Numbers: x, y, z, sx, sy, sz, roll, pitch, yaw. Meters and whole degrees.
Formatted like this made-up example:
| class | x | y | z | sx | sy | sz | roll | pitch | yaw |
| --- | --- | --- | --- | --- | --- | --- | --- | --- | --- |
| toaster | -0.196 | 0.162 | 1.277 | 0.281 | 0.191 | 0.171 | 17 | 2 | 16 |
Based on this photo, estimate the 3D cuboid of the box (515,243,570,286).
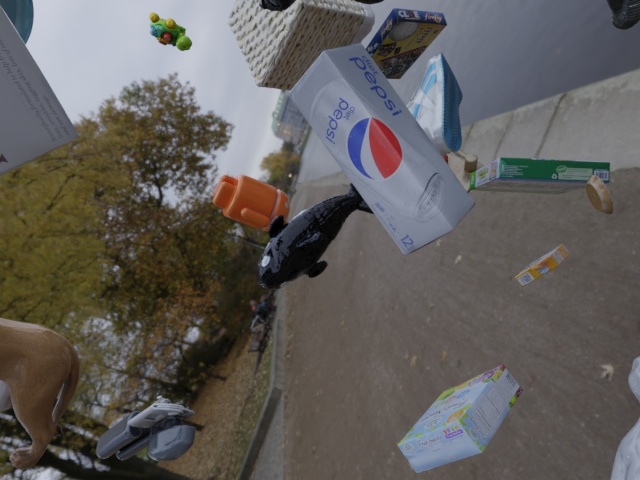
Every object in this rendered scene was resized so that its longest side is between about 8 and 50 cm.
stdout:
| class | x | y | z | sx | sy | sz | roll | pitch | yaw |
| --- | --- | --- | --- | --- | --- | --- | --- | --- | --- |
| box | 0.454 | 0.048 | 0.918 | 0.136 | 0.028 | 0.081 | -14 | -23 | -49 |

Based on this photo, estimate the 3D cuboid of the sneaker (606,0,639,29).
| class | x | y | z | sx | sy | sz | roll | pitch | yaw |
| --- | --- | --- | --- | --- | --- | --- | --- | --- | --- |
| sneaker | 0.458 | -0.446 | 0.705 | 0.078 | 0.106 | 0.234 | -116 | 7 | -58 |

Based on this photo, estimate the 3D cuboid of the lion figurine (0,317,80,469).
| class | x | y | z | sx | sy | sz | roll | pitch | yaw |
| --- | --- | --- | --- | --- | --- | --- | --- | --- | --- |
| lion figurine | -0.441 | 0.139 | 0.560 | 0.240 | 0.142 | 0.392 | -53 | -38 | -1 |

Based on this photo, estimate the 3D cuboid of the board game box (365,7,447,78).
| class | x | y | z | sx | sy | sz | roll | pitch | yaw |
| --- | --- | --- | --- | --- | --- | --- | --- | --- | --- |
| board game box | 0.219 | -0.550 | 1.289 | 0.243 | 0.165 | 0.042 | -38 | 64 | 61 |

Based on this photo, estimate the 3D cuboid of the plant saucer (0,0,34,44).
| class | x | y | z | sx | sy | sz | roll | pitch | yaw |
| --- | --- | --- | --- | --- | --- | --- | --- | --- | --- |
| plant saucer | -0.771 | -0.502 | 0.919 | 0.044 | 0.318 | 0.317 | 41 | 120 | 38 |

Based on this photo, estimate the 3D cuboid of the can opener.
| class | x | y | z | sx | sy | sz | roll | pitch | yaw |
| --- | --- | --- | --- | --- | --- | --- | --- | --- | --- |
| can opener | -0.307 | 0.335 | 0.769 | 0.280 | 0.074 | 0.093 | -35 | 43 | 38 |

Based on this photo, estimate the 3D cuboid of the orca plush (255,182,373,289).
| class | x | y | z | sx | sy | sz | roll | pitch | yaw |
| --- | --- | --- | --- | --- | --- | --- | --- | --- | --- |
| orca plush | 0.000 | 0.000 | 0.895 | 0.151 | 0.287 | 0.102 | 67 | 164 | -14 |

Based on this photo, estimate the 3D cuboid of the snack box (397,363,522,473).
| class | x | y | z | sx | sy | sz | roll | pitch | yaw |
| --- | --- | --- | --- | --- | --- | --- | --- | --- | --- |
| snack box | 0.273 | 0.344 | 0.879 | 0.207 | 0.070 | 0.174 | -25 | -17 | -46 |

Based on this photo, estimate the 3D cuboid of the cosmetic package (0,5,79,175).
| class | x | y | z | sx | sy | sz | roll | pitch | yaw |
| --- | --- | --- | --- | --- | --- | --- | --- | --- | --- |
| cosmetic package | -0.583 | -0.269 | 0.772 | 0.156 | 0.385 | 0.217 | -37 | -47 | -25 |

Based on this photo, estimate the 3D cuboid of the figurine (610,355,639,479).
| class | x | y | z | sx | sy | sz | roll | pitch | yaw |
| --- | --- | --- | --- | --- | --- | --- | --- | --- | --- |
| figurine | 0.349 | 0.196 | 0.404 | 0.215 | 0.093 | 0.209 | 81 | -160 | -84 |

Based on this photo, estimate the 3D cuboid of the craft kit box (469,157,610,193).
| class | x | y | z | sx | sy | sz | roll | pitch | yaw |
| --- | --- | --- | --- | --- | --- | --- | --- | --- | --- |
| craft kit box | 0.537 | -0.159 | 1.144 | 0.246 | 0.250 | 0.060 | 47 | -133 | -86 |

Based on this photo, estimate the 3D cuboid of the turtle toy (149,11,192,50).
| class | x | y | z | sx | sy | sz | roll | pitch | yaw |
| --- | --- | --- | --- | --- | --- | --- | --- | --- | --- |
| turtle toy | -0.416 | -0.572 | 1.254 | 0.095 | 0.130 | 0.066 | -51 | -19 | -82 |

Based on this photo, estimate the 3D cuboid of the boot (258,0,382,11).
| class | x | y | z | sx | sy | sz | roll | pitch | yaw |
| --- | --- | --- | --- | --- | --- | --- | --- | --- | --- |
| boot | -0.012 | -0.488 | 0.855 | 0.207 | 0.247 | 0.094 | -54 | -5 | -27 |

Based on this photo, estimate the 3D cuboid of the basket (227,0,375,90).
| class | x | y | z | sx | sy | sz | roll | pitch | yaw |
| --- | --- | --- | --- | --- | --- | --- | --- | --- | --- |
| basket | -0.071 | -0.674 | 1.371 | 0.331 | 0.267 | 0.328 | -44 | 64 | 47 |

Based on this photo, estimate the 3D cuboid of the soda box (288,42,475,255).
| class | x | y | z | sx | sy | sz | roll | pitch | yaw |
| --- | --- | --- | --- | --- | --- | --- | --- | --- | --- |
| soda box | 0.087 | -0.128 | 0.634 | 0.098 | 0.286 | 0.091 | -36 | 0 | -45 |

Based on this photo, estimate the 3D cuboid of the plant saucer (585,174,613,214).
| class | x | y | z | sx | sy | sz | roll | pitch | yaw |
| --- | --- | --- | --- | --- | --- | --- | --- | --- | --- |
| plant saucer | 0.537 | -0.086 | 0.877 | 0.015 | 0.083 | 0.083 | -23 | 23 | 14 |

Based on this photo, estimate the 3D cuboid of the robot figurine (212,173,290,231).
| class | x | y | z | sx | sy | sz | roll | pitch | yaw |
| --- | --- | --- | --- | --- | --- | --- | --- | --- | --- |
| robot figurine | -0.178 | -0.101 | 1.230 | 0.158 | 0.220 | 0.128 | -7 | 64 | 65 |

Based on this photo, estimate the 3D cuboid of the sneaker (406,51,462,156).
| class | x | y | z | sx | sy | sz | roll | pitch | yaw |
| --- | --- | --- | --- | --- | --- | --- | --- | --- | --- |
| sneaker | 0.184 | -0.231 | 0.768 | 0.092 | 0.087 | 0.228 | -16 | 46 | 37 |

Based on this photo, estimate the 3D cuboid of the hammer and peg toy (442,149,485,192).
| class | x | y | z | sx | sy | sz | roll | pitch | yaw |
| --- | --- | --- | --- | --- | --- | --- | --- | --- | --- |
| hammer and peg toy | 0.388 | -0.229 | 1.458 | 0.361 | 0.266 | 0.127 | -47 | -32 | -24 |
